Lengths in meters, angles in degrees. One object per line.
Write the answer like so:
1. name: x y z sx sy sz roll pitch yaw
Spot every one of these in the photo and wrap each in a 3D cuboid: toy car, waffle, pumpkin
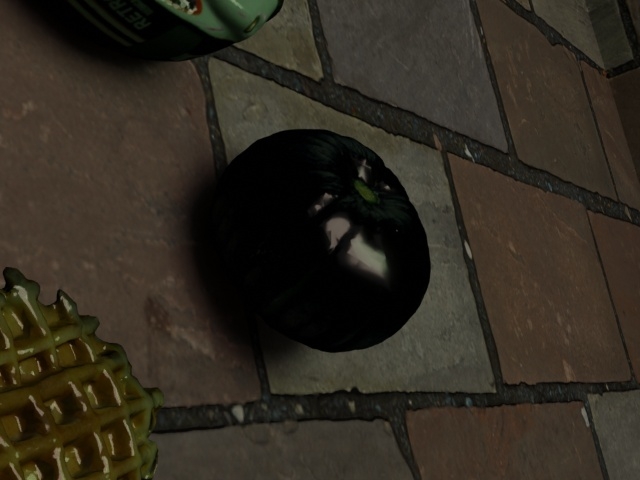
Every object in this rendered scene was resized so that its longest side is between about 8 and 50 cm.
1. toy car: -0.161 -0.230 0.744 0.306 0.136 0.125 44 53 -37
2. waffle: -0.168 0.116 0.595 0.214 0.054 0.208 45 34 -33
3. pumpkin: 0.000 0.000 0.859 0.202 0.140 0.202 33 30 -22
